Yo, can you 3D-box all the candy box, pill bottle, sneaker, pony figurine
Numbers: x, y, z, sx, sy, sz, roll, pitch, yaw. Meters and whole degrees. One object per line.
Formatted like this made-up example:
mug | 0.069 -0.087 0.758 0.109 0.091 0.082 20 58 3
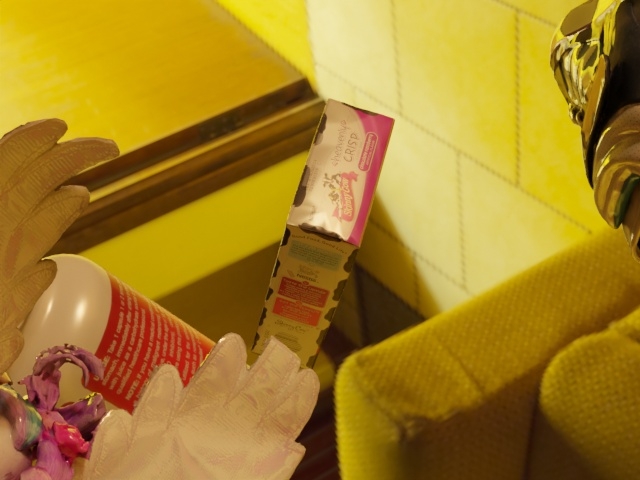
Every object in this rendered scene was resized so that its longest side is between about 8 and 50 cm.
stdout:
candy box | 0.000 0.000 1.073 0.071 0.159 0.233 17 145 0
pill bottle | -0.264 0.161 1.283 0.407 0.229 0.229 39 173 -35
sneaker | 0.274 -0.092 0.994 0.323 0.130 0.236 105 173 -81
pony figurine | -0.201 0.145 0.633 0.363 0.351 0.303 0 145 44
